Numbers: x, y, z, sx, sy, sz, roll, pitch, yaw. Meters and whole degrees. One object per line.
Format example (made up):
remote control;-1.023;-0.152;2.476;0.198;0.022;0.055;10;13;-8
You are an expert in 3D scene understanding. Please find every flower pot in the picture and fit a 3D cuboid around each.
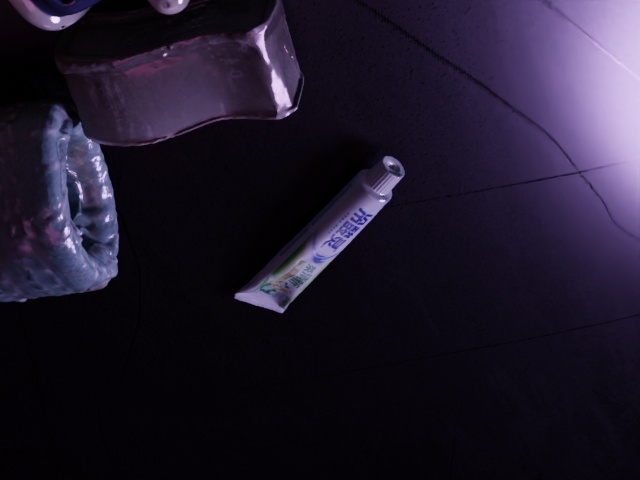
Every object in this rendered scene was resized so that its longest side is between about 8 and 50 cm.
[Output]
flower pot;-0.138;-0.172;0.979;0.229;0.103;0.108;-10;134;5

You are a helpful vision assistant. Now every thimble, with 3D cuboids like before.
thimble;-0.303;-0.032;1.037;0.143;0.198;0.235;-8;129;5

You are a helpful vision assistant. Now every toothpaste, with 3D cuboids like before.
toothpaste;0.000;0.000;1.209;0.075;0.048;0.297;21;133;-28

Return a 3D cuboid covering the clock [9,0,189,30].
clock;-0.165;-0.278;0.849;0.243;0.146;0.199;-18;130;23
